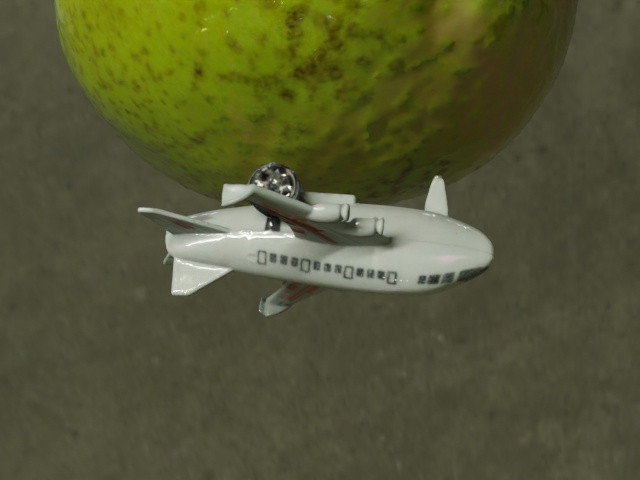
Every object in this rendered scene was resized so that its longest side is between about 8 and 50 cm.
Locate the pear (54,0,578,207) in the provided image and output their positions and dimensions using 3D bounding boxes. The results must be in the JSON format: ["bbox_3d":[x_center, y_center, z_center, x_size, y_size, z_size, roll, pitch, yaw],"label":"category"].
[{"bbox_3d":[0.004,-0.193,1.274,0.391,0.391,0.391,-5,54,6],"label":"pear"}]

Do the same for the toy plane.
[{"bbox_3d":[0.000,0.000,0.949,0.171,0.162,0.065,-5,69,4],"label":"toy plane"}]
